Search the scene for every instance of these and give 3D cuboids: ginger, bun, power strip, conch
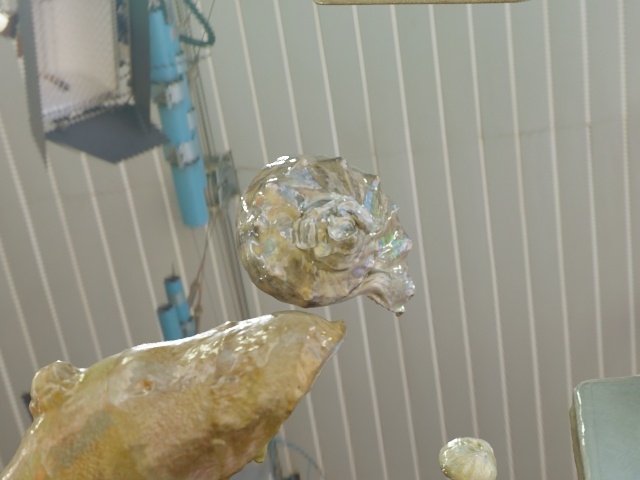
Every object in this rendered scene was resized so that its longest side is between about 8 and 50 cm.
[{"bbox_3d":[-0.129,0.161,1.018,0.354,0.126,0.190,-26,-90,-11],"label":"ginger"},{"bbox_3d":[0.205,0.300,1.635,0.086,0.086,0.055,11,-74,-7],"label":"bun"},{"bbox_3d":[0.300,0.196,0.924,0.198,0.213,0.065,-4,-50,10],"label":"power strip"},{"bbox_3d":[0.004,-0.015,1.282,0.210,0.291,0.159,11,-84,-16],"label":"conch"}]

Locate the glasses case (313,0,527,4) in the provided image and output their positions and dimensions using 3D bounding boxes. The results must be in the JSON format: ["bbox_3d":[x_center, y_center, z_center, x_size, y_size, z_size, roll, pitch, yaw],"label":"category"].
[{"bbox_3d":[0.128,-0.295,1.239,0.131,0.312,0.070,-28,-64,-36],"label":"glasses case"}]
